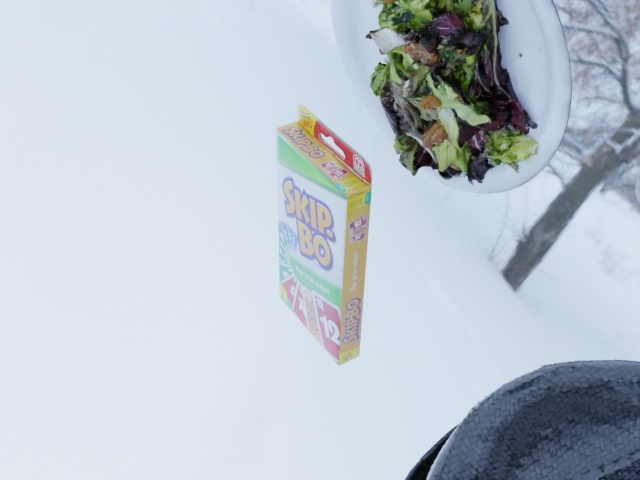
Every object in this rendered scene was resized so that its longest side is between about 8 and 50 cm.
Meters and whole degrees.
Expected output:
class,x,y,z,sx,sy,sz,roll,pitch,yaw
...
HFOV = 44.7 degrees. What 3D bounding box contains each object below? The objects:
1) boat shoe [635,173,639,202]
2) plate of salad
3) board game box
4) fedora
class,x,y,z,sx,sy,sz,roll,pitch,yaw
boat shoe,0.092,-0.028,0.126,0.056,0.049,0.152,21,-4,11
plate of salad,0.068,-0.114,0.495,0.048,0.200,0.200,-34,67,-28
board game box,0.000,0.000,0.789,0.039,0.259,0.124,-21,46,-27
fedora,0.190,0.183,0.533,0.334,0.334,0.152,56,-8,49
